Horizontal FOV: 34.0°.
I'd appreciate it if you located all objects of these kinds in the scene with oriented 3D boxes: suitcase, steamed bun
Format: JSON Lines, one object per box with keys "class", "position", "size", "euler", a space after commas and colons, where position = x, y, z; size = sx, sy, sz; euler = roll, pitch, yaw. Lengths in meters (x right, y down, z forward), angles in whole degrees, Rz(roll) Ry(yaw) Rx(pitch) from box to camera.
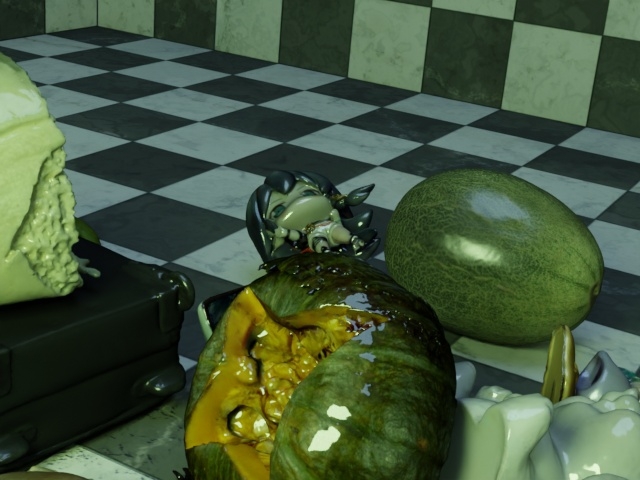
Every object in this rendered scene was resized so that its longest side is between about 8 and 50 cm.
{"class": "suitcase", "position": [-0.370, 0.111, 1.260], "size": [0.339, 0.188, 0.345], "euler": [23, 29, 35]}
{"class": "steamed bun", "position": [-0.410, -0.072, 1.147], "size": [0.290, 0.272, 0.273], "euler": [14, 23, 42]}

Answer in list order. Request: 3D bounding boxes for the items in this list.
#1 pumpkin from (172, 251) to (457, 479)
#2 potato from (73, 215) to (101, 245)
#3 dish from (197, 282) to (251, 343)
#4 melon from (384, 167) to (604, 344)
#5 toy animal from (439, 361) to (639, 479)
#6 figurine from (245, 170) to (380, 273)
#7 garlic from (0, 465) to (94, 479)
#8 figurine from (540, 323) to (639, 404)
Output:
{"class": "pumpkin", "position": [-0.003, 0.168, 1.055], "size": [0.192, 0.320, 0.320], "euler": [31, 4, -35]}
{"class": "potato", "position": [-0.447, 0.023, 1.535], "size": [0.253, 0.148, 0.186], "euler": [6, 35, -22]}
{"class": "dish", "position": [-0.057, 0.141, 1.356], "size": [0.080, 0.182, 0.243], "euler": [-28, -6, 41]}
{"class": "melon", "position": [0.253, 0.024, 1.549], "size": [0.329, 0.248, 0.248], "euler": [22, 26, 21]}
{"class": "toy animal", "position": [0.245, 0.245, 1.083], "size": [0.265, 0.206, 0.272], "euler": [11, -2, -21]}
{"class": "figurine", "position": [-0.013, -0.002, 1.634], "size": [0.175, 0.197, 0.265], "euler": [-3, 43, -22]}
{"class": "garlic", "position": [-0.315, 0.241, 0.787], "size": [0.340, 0.231, 0.246], "euler": [22, 44, -32]}
{"class": "figurine", "position": [0.398, 0.191, 1.246], "size": [0.257, 0.181, 0.208], "euler": [9, -23, 4]}
